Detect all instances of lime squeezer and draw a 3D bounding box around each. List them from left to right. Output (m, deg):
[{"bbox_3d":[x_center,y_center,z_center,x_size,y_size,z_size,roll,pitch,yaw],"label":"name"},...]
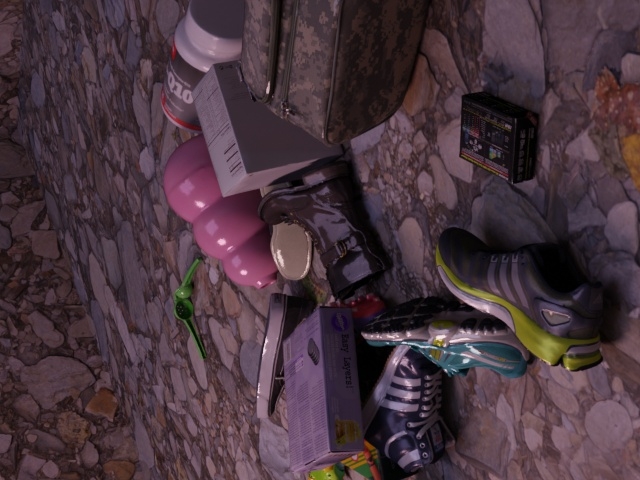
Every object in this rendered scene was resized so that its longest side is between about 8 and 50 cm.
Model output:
[{"bbox_3d":[-0.348,0.162,2.686,0.110,0.058,0.310,42,138,49],"label":"lime squeezer"}]

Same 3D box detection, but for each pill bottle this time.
[{"bbox_3d":[-0.220,-0.356,2.041,0.161,0.161,0.283,64,152,23],"label":"pill bottle"}]

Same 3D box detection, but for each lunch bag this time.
[{"bbox_3d":[-0.004,-0.324,1.509,0.256,0.212,0.305,37,139,29],"label":"lunch bag"}]

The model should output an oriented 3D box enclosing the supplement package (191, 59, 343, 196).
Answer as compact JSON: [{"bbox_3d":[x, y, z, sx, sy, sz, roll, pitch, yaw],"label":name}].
[{"bbox_3d":[-0.098,-0.209,1.831,0.149,0.194,0.203,-32,74,64],"label":"supplement package"}]

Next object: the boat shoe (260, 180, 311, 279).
[{"bbox_3d":[-0.060,-0.035,2.008,0.079,0.084,0.233,-74,-24,-65],"label":"boat shoe"}]

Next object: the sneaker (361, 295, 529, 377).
[{"bbox_3d":[0.177,0.152,1.507,0.275,0.107,0.110,2,118,40],"label":"sneaker"}]

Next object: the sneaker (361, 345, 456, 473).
[{"bbox_3d":[0.168,0.255,1.653,0.153,0.099,0.282,42,125,23],"label":"sneaker"}]

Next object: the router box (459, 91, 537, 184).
[{"bbox_3d":[0.236,-0.139,1.374,0.122,0.038,0.092,38,135,52],"label":"router box"}]

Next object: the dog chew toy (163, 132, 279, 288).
[{"bbox_3d":[-0.182,-0.055,2.095,0.332,0.206,0.206,61,152,10],"label":"dog chew toy"}]

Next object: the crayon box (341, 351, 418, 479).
[{"bbox_3d":[0.053,0.314,1.928,0.318,0.081,0.202,11,113,62],"label":"crayon box"}]

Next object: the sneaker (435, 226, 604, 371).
[{"bbox_3d":[0.268,0.046,1.355,0.300,0.111,0.121,38,125,44],"label":"sneaker"}]

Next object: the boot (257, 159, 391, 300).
[{"bbox_3d":[0.000,0.000,1.833,0.263,0.091,0.229,-28,79,49],"label":"boot"}]

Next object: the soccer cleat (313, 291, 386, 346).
[{"bbox_3d":[0.061,0.152,1.838,0.248,0.083,0.095,-15,97,66],"label":"soccer cleat"}]

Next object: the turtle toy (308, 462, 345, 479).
[{"bbox_3d":[0.010,0.460,2.104,0.130,0.066,0.095,39,135,52],"label":"turtle toy"}]

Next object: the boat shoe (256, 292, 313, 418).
[{"bbox_3d":[-0.072,0.244,2.115,0.113,0.104,0.306,-93,12,-64],"label":"boat shoe"}]

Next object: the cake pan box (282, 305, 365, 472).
[{"bbox_3d":[-0.003,0.265,1.780,0.267,0.070,0.246,129,141,-64],"label":"cake pan box"}]

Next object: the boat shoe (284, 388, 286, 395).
[{"bbox_3d":[-0.071,0.316,2.229,0.035,0.035,0.100,-32,75,63],"label":"boat shoe"}]
